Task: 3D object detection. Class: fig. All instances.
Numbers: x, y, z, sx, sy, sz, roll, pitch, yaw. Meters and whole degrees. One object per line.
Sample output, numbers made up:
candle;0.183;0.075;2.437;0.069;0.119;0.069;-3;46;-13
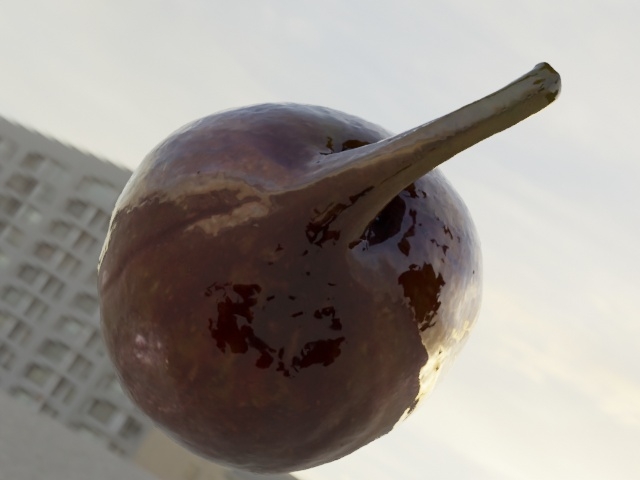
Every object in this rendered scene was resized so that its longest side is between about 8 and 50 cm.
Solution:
fig;-0.007;0.004;0.615;0.175;0.175;0.207;33;-25;2
